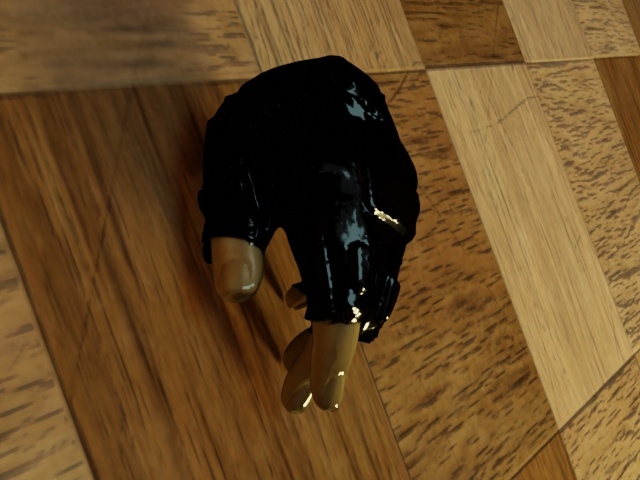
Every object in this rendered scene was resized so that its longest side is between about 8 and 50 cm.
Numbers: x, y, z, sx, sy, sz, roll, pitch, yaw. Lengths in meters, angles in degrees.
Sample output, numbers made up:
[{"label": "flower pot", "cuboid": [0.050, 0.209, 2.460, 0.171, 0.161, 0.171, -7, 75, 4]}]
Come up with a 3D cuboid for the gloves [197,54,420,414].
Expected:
[{"label": "gloves", "cuboid": [0.000, 0.000, 0.853, 0.164, 0.124, 0.203, 10, 53, -42]}]
